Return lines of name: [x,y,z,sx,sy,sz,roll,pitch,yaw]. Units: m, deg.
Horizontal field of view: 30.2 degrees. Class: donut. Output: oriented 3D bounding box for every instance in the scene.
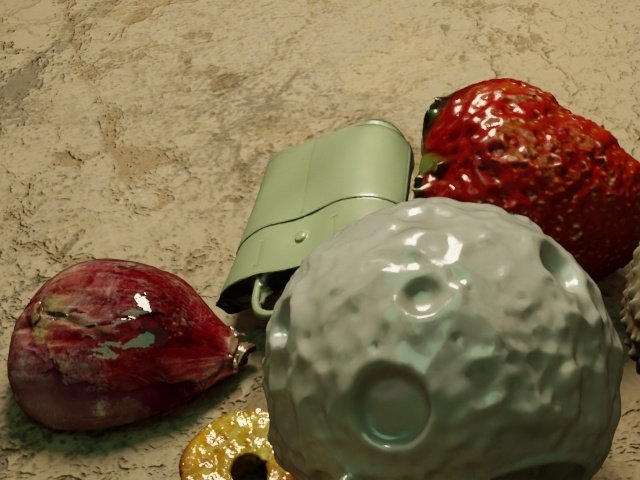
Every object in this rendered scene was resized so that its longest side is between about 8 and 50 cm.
donut: [-0.069,0.247,1.209,0.152,0.058,0.152,-5,44,5]

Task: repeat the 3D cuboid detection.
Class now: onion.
onion: [-0.217,0.101,1.348,0.284,0.120,0.227,0,48,9]

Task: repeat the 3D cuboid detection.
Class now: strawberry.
strawberry: [0.236,-0.047,1.331,0.277,0.257,0.257,10,46,8]

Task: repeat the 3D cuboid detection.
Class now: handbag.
handbag: [0.000,0.000,1.384,0.241,0.109,0.315,-20,35,27]

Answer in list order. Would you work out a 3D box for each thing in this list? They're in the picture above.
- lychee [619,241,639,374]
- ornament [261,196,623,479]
lychee: [0.443,0.068,1.156,0.300,0.300,0.300,-5,43,5]
ornament: [0.107,0.116,1.110,0.337,0.337,0.337,-5,43,5]
